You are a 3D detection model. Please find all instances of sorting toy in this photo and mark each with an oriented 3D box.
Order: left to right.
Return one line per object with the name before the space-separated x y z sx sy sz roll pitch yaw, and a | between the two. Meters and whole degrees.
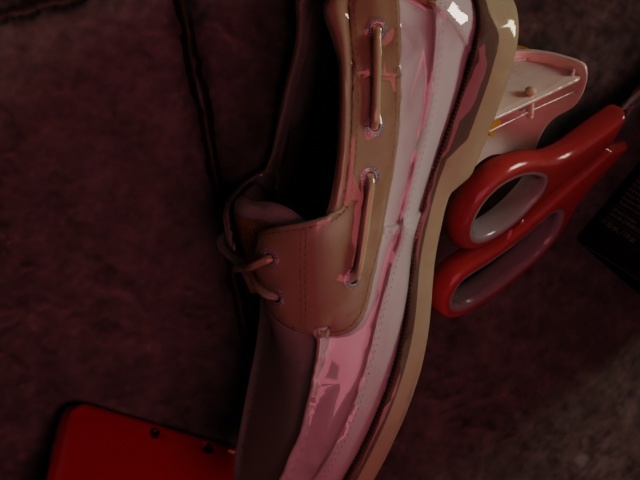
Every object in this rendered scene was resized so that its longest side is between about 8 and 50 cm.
sorting toy | 0.096 -0.058 1.052 0.083 0.045 0.075 -26 136 -37

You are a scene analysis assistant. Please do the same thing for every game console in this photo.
game console | -0.106 0.169 1.064 0.144 0.085 0.124 21 132 -32

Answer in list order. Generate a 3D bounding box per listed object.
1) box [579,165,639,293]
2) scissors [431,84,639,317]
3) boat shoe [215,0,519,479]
box | 0.289 -0.001 1.043 0.103 0.261 0.184 36 93 -33
scissors | 0.168 -0.063 1.098 0.297 0.021 0.109 -37 148 -24
boat shoe | 0.000 0.000 0.995 0.103 0.113 0.302 14 93 -30
